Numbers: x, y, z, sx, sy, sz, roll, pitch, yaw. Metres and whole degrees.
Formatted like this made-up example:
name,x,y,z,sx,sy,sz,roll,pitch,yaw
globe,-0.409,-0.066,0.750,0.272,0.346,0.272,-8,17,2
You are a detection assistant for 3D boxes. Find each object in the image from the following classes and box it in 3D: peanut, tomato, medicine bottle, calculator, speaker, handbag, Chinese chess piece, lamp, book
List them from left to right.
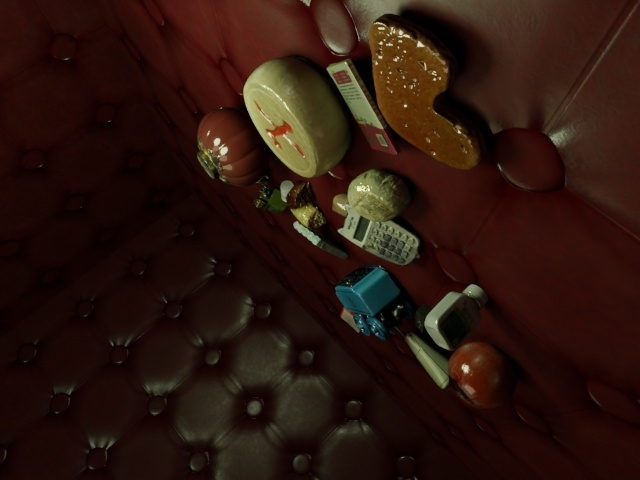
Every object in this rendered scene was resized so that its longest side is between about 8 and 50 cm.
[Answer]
name,x,y,z,sx,sy,sz,roll,pitch,yaw
lamp,-0.324,-0.343,1.687,0.303,0.257,0.303,45,162,19
medicine bottle,-0.136,-0.201,1.865,0.057,0.057,0.089,44,162,16
Chinese chess piece,-0.065,-0.336,1.256,0.338,0.140,0.338,44,162,18
peanut,0.095,-0.106,1.467,0.152,0.076,0.076,25,151,44
book,0.098,-0.305,1.047,0.232,0.022,0.162,57,177,-21
calculator,0.182,-0.015,1.378,0.268,0.040,0.177,31,144,12
speaker,0.379,0.301,1.680,0.040,0.046,0.191,41,161,29
handbag,0.419,0.432,1.773,0.315,0.109,0.241,50,-178,28
medicine bottle,0.376,0.204,1.238,0.119,0.183,0.069,55,161,-18
tomato,0.496,0.426,1.417,0.208,0.184,0.208,42,162,17

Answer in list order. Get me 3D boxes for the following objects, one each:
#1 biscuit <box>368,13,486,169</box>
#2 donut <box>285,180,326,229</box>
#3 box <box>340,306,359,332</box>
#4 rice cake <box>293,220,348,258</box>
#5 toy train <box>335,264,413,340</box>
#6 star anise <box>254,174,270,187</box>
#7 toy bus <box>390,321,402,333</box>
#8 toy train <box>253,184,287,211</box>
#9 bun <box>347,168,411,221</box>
name,x,y,z,sx,sy,sz,roll,pitch,yaw
biscuit,0.206,-0.274,0.853,0.262,0.052,0.277,39,163,34
donut,-0.069,-0.137,1.789,0.141,0.085,0.217,29,155,49
box,0.179,0.361,2.227,0.133,0.099,0.182,41,160,15
rice cake,0.000,0.000,1.870,0.189,0.037,0.198,37,-173,36
toy train,0.201,0.232,1.755,0.265,0.188,0.300,56,164,-5
star anise,-0.322,-0.317,2.005,0.219,0.099,0.214,25,162,9
toy bus,0.263,0.351,2.024,0.094,0.079,0.236,53,163,-17
toy train,-0.225,-0.179,2.051,0.137,0.090,0.225,25,172,-11
bun,0.160,-0.125,1.220,0.164,0.111,0.188,32,160,-2
